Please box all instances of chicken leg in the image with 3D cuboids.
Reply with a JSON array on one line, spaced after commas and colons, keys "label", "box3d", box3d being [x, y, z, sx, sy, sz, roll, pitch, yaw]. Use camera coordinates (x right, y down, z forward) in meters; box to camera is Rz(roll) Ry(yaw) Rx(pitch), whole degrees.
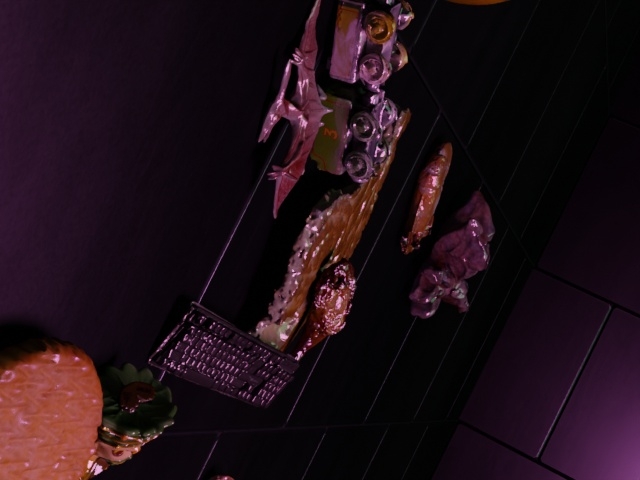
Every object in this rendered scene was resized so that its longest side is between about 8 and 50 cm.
[{"label": "chicken leg", "box3d": [0.000, 0.084, 1.216, 0.062, 0.037, 0.145, -6, 125, -49]}]

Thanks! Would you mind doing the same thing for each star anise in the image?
[{"label": "star anise", "box3d": [0.228, 0.043, 1.852, 0.198, 0.110, 0.257, -41, 158, -51]}]

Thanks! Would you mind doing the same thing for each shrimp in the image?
[{"label": "shrimp", "box3d": [0.159, -0.059, 1.616, 0.184, 0.043, 0.091, -70, 165, 15]}]

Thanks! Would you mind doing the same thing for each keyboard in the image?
[{"label": "keyboard", "box3d": [-0.089, 0.124, 1.103, 0.072, 0.023, 0.231, -52, 149, 0]}]

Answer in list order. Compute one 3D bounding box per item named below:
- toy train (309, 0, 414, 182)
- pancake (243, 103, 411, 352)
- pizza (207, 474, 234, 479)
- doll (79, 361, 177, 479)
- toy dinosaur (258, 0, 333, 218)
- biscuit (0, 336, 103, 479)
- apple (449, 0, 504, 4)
[{"label": "toy train", "box3d": [0.037, -0.154, 1.084, 0.060, 0.081, 0.202, -41, 144, -53]}, {"label": "pancake", "box3d": [-0.005, -0.002, 1.219, 0.376, 0.054, 0.197, -59, 168, -21]}, {"label": "pizza", "box3d": [-0.140, 0.369, 1.334, 0.161, 0.062, 0.182, -35, 149, -47]}, {"label": "doll", "box3d": [-0.181, 0.154, 0.947, 0.078, 0.076, 0.113, -28, 171, -45]}, {"label": "toy dinosaur", "box3d": [-0.021, -0.124, 1.030, 0.108, 0.032, 0.220, -21, 125, -60]}, {"label": "biscuit", "box3d": [-0.246, 0.179, 0.787, 0.254, 0.035, 0.254, -49, 156, -31]}, {"label": "apple", "box3d": [0.140, -0.305, 0.991, 0.157, 0.196, 0.196, -27, -160, 53]}]
